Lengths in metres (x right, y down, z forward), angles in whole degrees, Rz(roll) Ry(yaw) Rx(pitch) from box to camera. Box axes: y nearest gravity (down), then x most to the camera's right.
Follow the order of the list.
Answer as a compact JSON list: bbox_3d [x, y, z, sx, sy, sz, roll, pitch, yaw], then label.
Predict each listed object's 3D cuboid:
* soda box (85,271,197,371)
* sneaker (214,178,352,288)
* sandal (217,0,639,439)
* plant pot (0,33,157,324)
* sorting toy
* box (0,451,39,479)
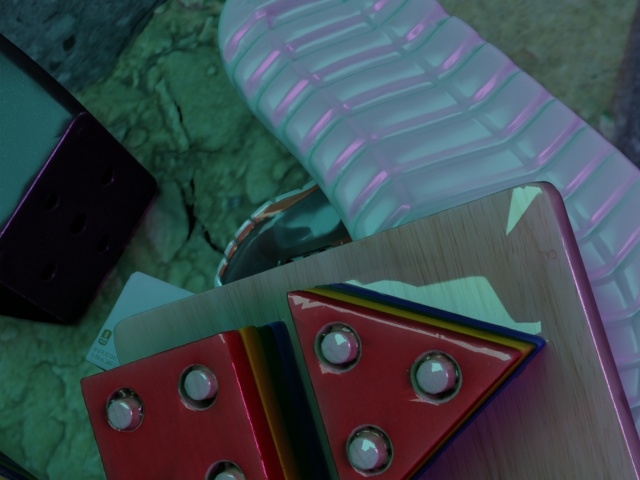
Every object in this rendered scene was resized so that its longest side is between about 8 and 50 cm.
[{"bbox_3d":[-0.038,0.088,0.684,0.216,0.074,0.069,17,74,36],"label":"soda box"},{"bbox_3d":[0.000,0.000,0.724,0.158,0.061,0.065,-43,57,3],"label":"sneaker"},{"bbox_3d":[0.089,-0.015,0.654,0.169,0.102,0.416,-31,66,0],"label":"sandal"},{"bbox_3d":[-0.236,-0.041,0.814,0.167,0.187,0.188,25,77,25],"label":"plant pot"},{"bbox_3d":[0.020,0.131,0.534,0.255,0.089,0.257,-19,84,24],"label":"sorting toy"},{"bbox_3d":[-0.233,0.155,0.735,0.178,0.109,0.042,23,75,37],"label":"box"}]
